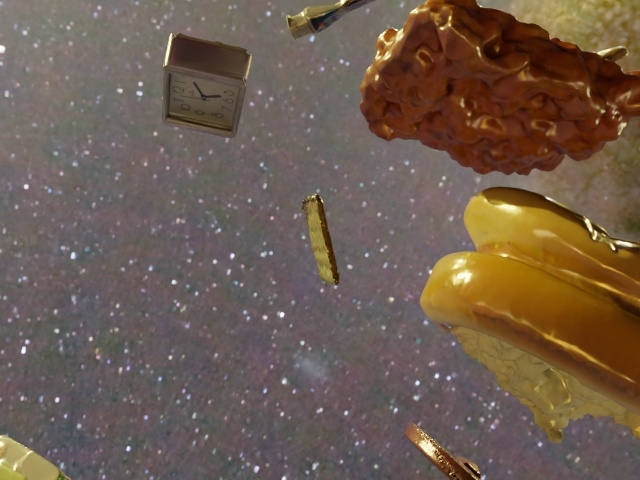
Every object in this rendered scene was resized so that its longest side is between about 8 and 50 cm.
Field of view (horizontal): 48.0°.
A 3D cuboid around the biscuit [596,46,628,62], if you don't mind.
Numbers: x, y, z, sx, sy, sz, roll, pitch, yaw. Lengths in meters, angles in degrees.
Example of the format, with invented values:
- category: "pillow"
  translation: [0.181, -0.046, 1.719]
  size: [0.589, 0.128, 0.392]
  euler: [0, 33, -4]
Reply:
- category: "biscuit"
  translation: [0.473, -0.328, 1.404]
  size: [0.260, 0.041, 0.203]
  euler: [-19, -177, 2]

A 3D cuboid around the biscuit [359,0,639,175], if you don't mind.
- category: "biscuit"
  translation: [0.213, -0.181, 0.936]
  size: [0.312, 0.318, 0.111]
  euler: [19, -108, -11]

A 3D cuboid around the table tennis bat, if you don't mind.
- category: "table tennis bat"
  translation: [0.252, 0.402, 1.207]
  size: [0.268, 0.051, 0.415]
  euler: [40, 175, 13]

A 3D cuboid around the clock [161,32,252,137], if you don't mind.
- category: "clock"
  translation: [-0.205, -0.267, 1.264]
  size: [0.144, 0.193, 0.073]
  euler: [10, -114, -8]

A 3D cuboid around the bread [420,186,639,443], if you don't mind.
- category: "bread"
  translation: [0.345, 0.116, 0.924]
  size: [0.424, 0.329, 0.245]
  euler: [27, -116, 16]

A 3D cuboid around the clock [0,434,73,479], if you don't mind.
- category: "clock"
  translation: [-0.389, 0.451, 0.964]
  size: [0.166, 0.310, 0.235]
  euler: [14, -126, 34]

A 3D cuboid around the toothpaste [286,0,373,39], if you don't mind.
- category: "toothpaste"
  translation: [0.056, -0.511, 1.556]
  size: [0.096, 0.266, 0.061]
  euler: [-27, -83, -73]

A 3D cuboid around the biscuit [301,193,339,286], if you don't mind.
- category: "biscuit"
  translation: [-0.001, 0.000, 1.104]
  size: [0.016, 0.144, 0.203]
  euler: [-13, -179, -7]
